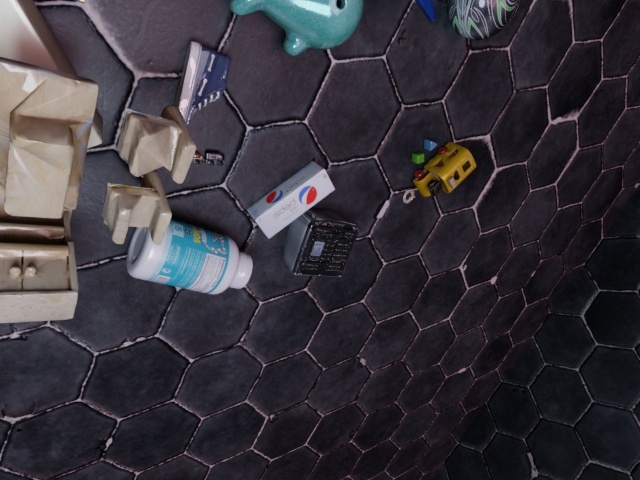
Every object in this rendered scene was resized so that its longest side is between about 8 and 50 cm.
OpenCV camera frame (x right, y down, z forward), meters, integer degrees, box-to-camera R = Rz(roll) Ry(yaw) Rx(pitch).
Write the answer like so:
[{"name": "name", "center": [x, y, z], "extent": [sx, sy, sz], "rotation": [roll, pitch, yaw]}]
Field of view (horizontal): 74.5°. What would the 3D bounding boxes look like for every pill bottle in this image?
[{"name": "pill bottle", "center": [-0.293, 0.041, 0.977], "extent": [0.264, 0.146, 0.146], "rotation": [20, 105, -38]}]

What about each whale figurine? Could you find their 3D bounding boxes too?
[{"name": "whale figurine", "center": [-0.035, -0.477, 0.827], "extent": [0.272, 0.141, 0.216], "rotation": [-3, 119, -30]}]

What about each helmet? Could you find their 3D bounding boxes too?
[{"name": "helmet", "center": [0.385, -0.576, 1.010], "extent": [0.161, 0.169, 0.169], "rotation": [-19, 127, -41]}]

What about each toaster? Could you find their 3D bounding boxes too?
[{"name": "toaster", "center": [0.000, 0.000, 1.151], "extent": [0.168, 0.110, 0.186], "rotation": [5, 115, -34]}]

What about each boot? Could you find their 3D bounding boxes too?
[{"name": "boot", "center": [-0.243, -0.295, 0.856], "extent": [0.086, 0.069, 0.190], "rotation": [10, 110, -32]}]

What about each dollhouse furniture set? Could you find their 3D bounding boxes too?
[{"name": "dollhouse furniture set", "center": [-0.453, -0.096, 0.658], "extent": [0.362, 0.256, 0.394], "rotation": [3, 131, -38]}]

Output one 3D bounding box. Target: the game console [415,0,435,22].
[{"name": "game console", "center": [0.094, -0.580, 0.816], "extent": [0.250, 0.173, 0.293], "rotation": [-9, 81, 2]}]

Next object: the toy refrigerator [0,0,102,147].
[{"name": "toy refrigerator", "center": [-0.469, -0.280, 0.683], "extent": [0.094, 0.102, 0.269], "rotation": [-23, 135, -9]}]

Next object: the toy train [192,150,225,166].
[{"name": "toy train", "center": [-0.287, -0.185, 0.923], "extent": [0.158, 0.027, 0.036], "rotation": [-3, 115, -30]}]

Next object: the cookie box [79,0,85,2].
[{"name": "cookie box", "center": [-0.430, -0.448, 0.672], "extent": [0.107, 0.040, 0.092], "rotation": [6, 113, -34]}]

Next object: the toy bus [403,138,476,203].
[{"name": "toy bus", "center": [0.368, -0.193, 1.262], "extent": [0.191, 0.104, 0.202], "rotation": [-8, 120, -27]}]

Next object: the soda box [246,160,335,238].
[{"name": "soda box", "center": [-0.074, -0.105, 1.072], "extent": [0.216, 0.069, 0.074], "rotation": [-37, 130, -6]}]
